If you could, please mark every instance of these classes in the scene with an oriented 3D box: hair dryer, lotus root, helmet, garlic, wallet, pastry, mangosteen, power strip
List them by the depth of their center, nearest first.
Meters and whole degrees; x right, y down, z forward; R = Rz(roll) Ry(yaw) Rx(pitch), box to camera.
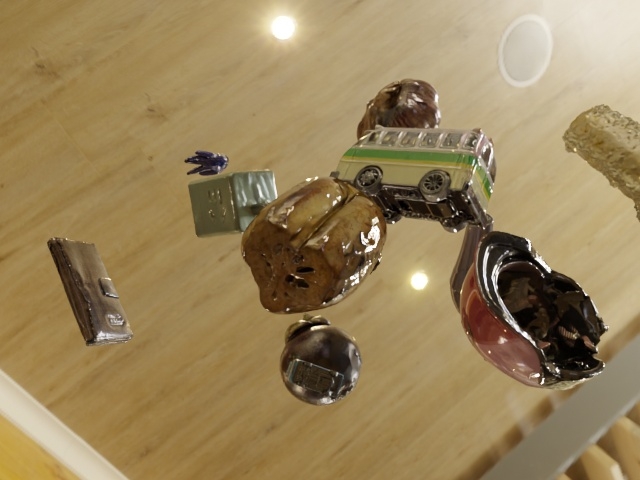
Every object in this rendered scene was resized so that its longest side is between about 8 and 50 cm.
[{"bbox_3d":[0.288,0.117,0.863,0.253,0.198,0.154,23,-40,-13],"label":"helmet"},{"bbox_3d":[0.006,-0.006,0.899,0.291,0.193,0.193,-46,-40,-61],"label":"lotus root"},{"bbox_3d":[0.499,-0.148,0.978,0.121,0.258,0.089,-31,-49,10],"label":"pastry"},{"bbox_3d":[-0.458,0.101,1.182,0.042,0.230,0.124,-34,-17,12],"label":"wallet"},{"bbox_3d":[-0.010,0.263,1.360,0.194,0.230,0.194,-19,-41,-18],"label":"mangosteen"},{"bbox_3d":[-0.179,-0.087,1.366,0.139,0.224,0.140,-10,-87,-48],"label":"power strip"},{"bbox_3d":[0.387,0.140,1.417,0.121,0.361,0.301,-1,-52,5],"label":"hair dryer"},{"bbox_3d":[0.182,-0.305,1.476,0.160,0.245,0.245,36,-90,-29],"label":"garlic"}]

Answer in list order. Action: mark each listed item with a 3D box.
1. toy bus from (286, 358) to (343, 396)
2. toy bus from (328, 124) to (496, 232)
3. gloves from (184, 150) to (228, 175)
[{"bbox_3d":[-0.010,0.210,0.911,0.083,0.046,0.038,24,-101,-22],"label":"toy bus"},{"bbox_3d":[0.188,-0.135,1.192,0.143,0.305,0.179,45,-119,-48],"label":"toy bus"},{"bbox_3d":[-0.230,-0.152,1.191,0.086,0.026,0.064,1,-42,-34],"label":"gloves"}]
